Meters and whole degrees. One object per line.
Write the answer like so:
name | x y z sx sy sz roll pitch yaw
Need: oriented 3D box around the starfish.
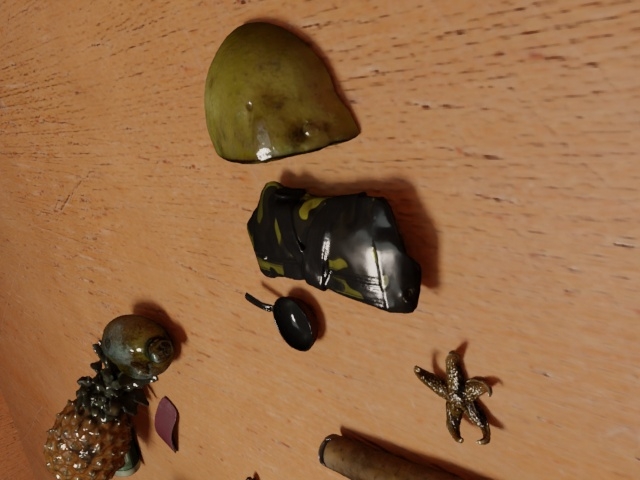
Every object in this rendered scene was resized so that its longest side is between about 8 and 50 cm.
starfish | 0.121 0.137 0.558 0.078 0.028 0.091 7 112 42

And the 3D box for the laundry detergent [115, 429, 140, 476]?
laundry detergent | -0.459 0.406 1.361 0.099 0.070 0.226 13 120 43

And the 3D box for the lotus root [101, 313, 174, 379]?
lotus root | -0.298 0.176 1.031 0.192 0.088 0.113 -9 118 51

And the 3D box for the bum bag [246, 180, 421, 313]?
bum bag | 0.000 0.000 0.601 0.232 0.060 0.107 13 110 44

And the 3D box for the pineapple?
pineapple | -0.417 0.315 1.191 0.169 0.169 0.341 39 118 30

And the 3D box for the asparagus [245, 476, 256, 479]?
asparagus | -0.110 0.471 1.020 0.025 0.024 0.249 22 124 34

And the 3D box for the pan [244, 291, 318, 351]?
pan | -0.043 0.083 0.725 0.115 0.023 0.069 28 130 35

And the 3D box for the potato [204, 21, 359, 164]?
potato | -0.052 -0.139 0.570 0.149 0.081 0.120 9 118 48

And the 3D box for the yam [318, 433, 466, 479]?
yam | 0.094 0.250 0.637 0.263 0.046 0.046 2 111 50

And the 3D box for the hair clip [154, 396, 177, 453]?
hair clip | -0.289 0.352 1.170 0.054 0.022 0.137 36 134 28
